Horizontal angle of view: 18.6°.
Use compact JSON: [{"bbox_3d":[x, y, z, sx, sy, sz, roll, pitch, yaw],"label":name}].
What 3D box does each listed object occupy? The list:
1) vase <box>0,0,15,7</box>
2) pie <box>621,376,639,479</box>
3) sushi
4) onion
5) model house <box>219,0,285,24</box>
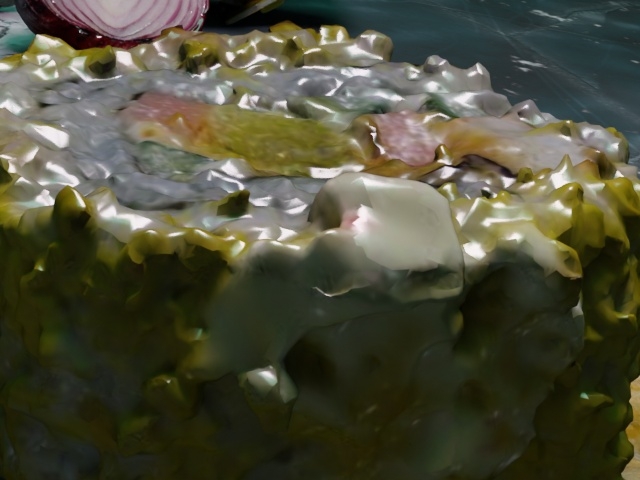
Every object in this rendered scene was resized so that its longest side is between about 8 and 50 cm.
[{"bbox_3d":[-0.375,-0.269,2.051,0.081,0.081,0.149,16,22,15],"label":"vase"},{"bbox_3d":[0.257,0.138,1.232,0.274,0.055,0.274,10,18,-3],"label":"pie"},{"bbox_3d":[-0.014,0.029,1.099,0.397,0.240,0.351,-2,23,-18],"label":"sushi"},{"bbox_3d":[-0.221,-0.228,1.987,0.206,0.151,0.098,13,-19,-30],"label":"onion"},{"bbox_3d":[-0.092,-0.411,2.225,0.324,0.340,0.300,11,20,-10],"label":"model house"}]
